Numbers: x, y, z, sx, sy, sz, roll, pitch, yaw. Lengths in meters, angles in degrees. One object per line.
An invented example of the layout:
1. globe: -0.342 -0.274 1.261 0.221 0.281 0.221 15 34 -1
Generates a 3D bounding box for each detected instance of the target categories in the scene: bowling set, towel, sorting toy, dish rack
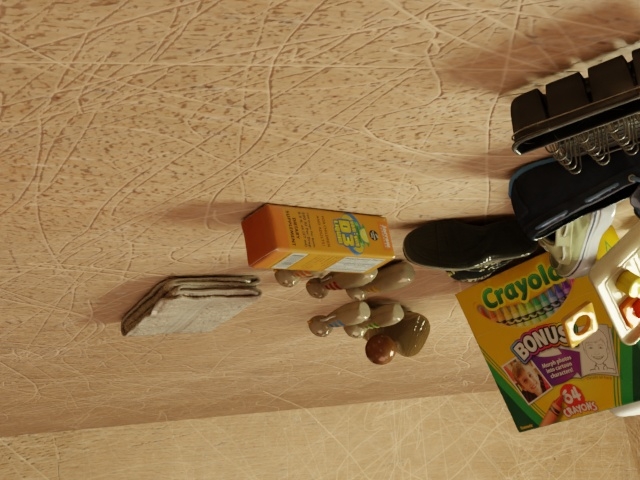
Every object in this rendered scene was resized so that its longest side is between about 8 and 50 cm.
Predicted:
1. bowling set: 0.045 0.132 1.659 0.154 0.199 0.287 -23 154 40
2. towel: -0.241 0.127 1.716 0.187 0.049 0.282 1 160 -28
3. sorting toy: 0.556 0.069 1.581 0.348 0.047 0.196 -43 124 -7
4. dish rack: 0.365 -0.147 1.149 0.208 0.074 0.271 -18 161 27

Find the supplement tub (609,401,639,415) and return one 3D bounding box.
1. supplement tub: 0.668 0.179 1.908 0.236 0.324 0.235 -9 162 -3

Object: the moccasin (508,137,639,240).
1. moccasin: 0.446 -0.080 1.326 0.342 0.116 0.138 -18 161 24

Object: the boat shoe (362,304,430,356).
1. boat shoe: 0.154 0.189 2.069 0.089 0.104 0.285 24 178 35

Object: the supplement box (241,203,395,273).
1. supplement box: 0.000 0.000 1.403 0.233 0.078 0.080 5 154 -40

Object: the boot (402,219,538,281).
1. boot: 0.234 0.029 1.606 0.237 0.085 0.178 -5 164 -16

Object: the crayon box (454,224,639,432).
1. crayon box: 0.471 0.180 1.810 0.106 0.313 0.363 -20 172 -40

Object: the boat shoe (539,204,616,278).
1. boat shoe: 0.406 -0.021 1.532 0.094 0.109 0.302 -5 154 2
